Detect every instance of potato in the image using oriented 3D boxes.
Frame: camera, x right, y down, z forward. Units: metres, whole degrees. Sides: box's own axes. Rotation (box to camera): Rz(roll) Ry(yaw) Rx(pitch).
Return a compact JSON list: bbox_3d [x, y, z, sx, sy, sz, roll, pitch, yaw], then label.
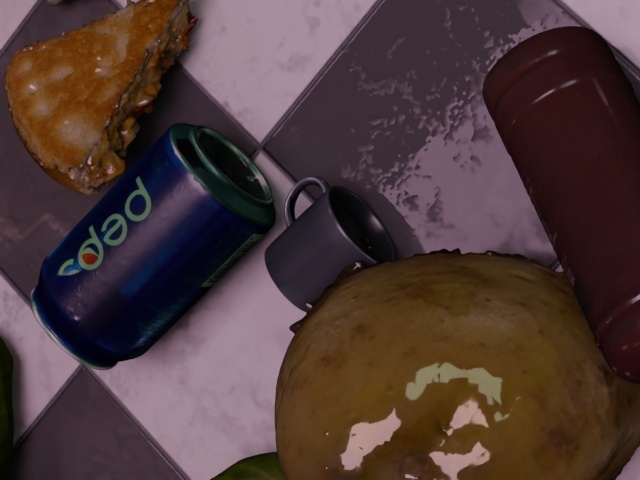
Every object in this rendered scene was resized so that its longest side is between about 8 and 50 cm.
[{"bbox_3d":[0.086,0.129,1.157,0.285,0.242,0.243,16,96,12],"label":"potato"}]

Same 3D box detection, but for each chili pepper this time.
[{"bbox_3d":[-0.302,0.180,1.419,0.072,0.073,0.204,0,91,10],"label":"chili pepper"}]

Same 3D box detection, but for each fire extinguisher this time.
[{"bbox_3d":[0.230,0.013,1.127,0.102,0.138,0.344,-44,53,33],"label":"fire extinguisher"}]

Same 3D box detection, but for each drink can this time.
[{"bbox_3d":[-0.137,0.006,1.320,0.205,0.118,0.118,-44,73,16],"label":"drink can"}]

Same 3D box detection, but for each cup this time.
[{"bbox_3d":[0.000,0.000,1.285,0.077,0.078,0.100,-38,67,23],"label":"cup"}]

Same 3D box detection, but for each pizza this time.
[{"bbox_3d":[-0.170,-0.139,1.363,0.199,0.062,0.188,-40,51,9],"label":"pizza"}]

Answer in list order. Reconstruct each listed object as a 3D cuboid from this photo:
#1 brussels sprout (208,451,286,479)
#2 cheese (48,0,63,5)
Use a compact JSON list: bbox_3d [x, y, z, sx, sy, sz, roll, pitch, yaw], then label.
[{"bbox_3d":[-0.045,0.236,1.276,0.122,0.151,0.149,58,140,43],"label":"brussels sprout"},{"bbox_3d":[-0.061,-0.272,1.336,0.400,0.034,0.085,-10,90,24],"label":"cheese"}]
